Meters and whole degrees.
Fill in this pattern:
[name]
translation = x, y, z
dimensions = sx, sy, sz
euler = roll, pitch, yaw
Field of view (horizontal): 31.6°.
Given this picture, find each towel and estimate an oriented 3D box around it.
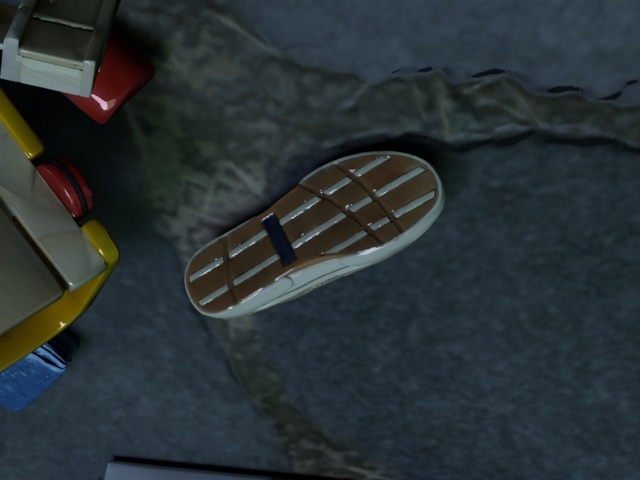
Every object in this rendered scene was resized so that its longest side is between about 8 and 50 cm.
[towel]
translation = -0.194, 0.048, 0.600
dimensions = 0.119, 0.029, 0.067
euler = 34, 126, -23

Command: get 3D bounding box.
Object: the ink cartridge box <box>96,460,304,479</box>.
[ink cartridge box]
translation = -0.008, 0.248, 0.644
dimensions = 0.273, 0.198, 0.115
euler = 6, 132, 1

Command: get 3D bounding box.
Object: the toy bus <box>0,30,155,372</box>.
[toy bus]
translation = -0.179, -0.027, 0.467
dimensions = 0.191, 0.202, 0.104
euler = 14, 152, -18

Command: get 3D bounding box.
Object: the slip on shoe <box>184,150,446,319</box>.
[slip on shoe]
translation = 0.000, 0.000, 0.538
dimensions = 0.135, 0.051, 0.041
euler = -30, 162, 17

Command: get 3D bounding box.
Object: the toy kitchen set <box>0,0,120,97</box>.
[toy kitchen set]
translation = -0.108, -0.111, 0.420
dimensions = 0.068, 0.083, 0.075
euler = 11, 130, -9
